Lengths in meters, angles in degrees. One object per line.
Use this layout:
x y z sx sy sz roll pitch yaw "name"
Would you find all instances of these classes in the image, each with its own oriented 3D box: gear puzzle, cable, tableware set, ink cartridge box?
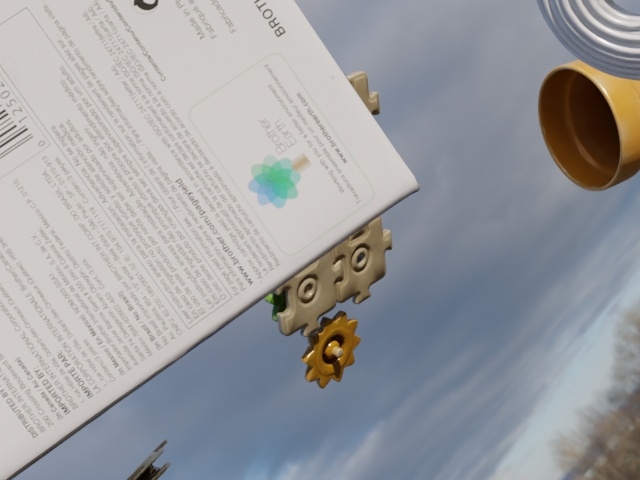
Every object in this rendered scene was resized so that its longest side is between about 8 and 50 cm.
0.000 0.000 1.082 0.175 0.044 0.339 -30 -56 -37 "gear puzzle"
0.368 -0.303 1.186 0.257 0.257 0.089 -25 10 40 "cable"
-0.221 0.295 1.082 0.194 0.039 0.128 -46 -1 3 "tableware set"
-0.179 -0.031 0.687 0.395 0.270 0.151 -36 6 -8 "ink cartridge box"

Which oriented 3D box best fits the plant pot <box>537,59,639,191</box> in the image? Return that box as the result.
0.481 -0.204 1.653 0.188 0.205 0.205 -21 -28 -19 "plant pot"
